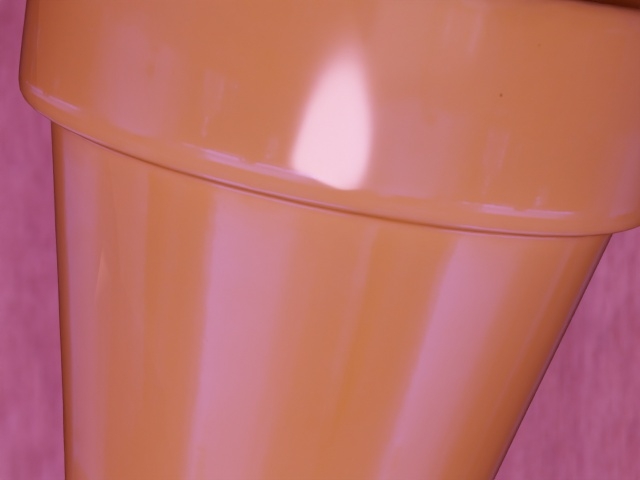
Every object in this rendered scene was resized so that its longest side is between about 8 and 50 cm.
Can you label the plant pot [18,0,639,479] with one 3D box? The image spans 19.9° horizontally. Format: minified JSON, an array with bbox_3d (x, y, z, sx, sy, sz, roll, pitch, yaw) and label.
[{"bbox_3d":[0.000,0.000,0.715,0.254,0.254,0.239,6,102,-22],"label":"plant pot"}]
